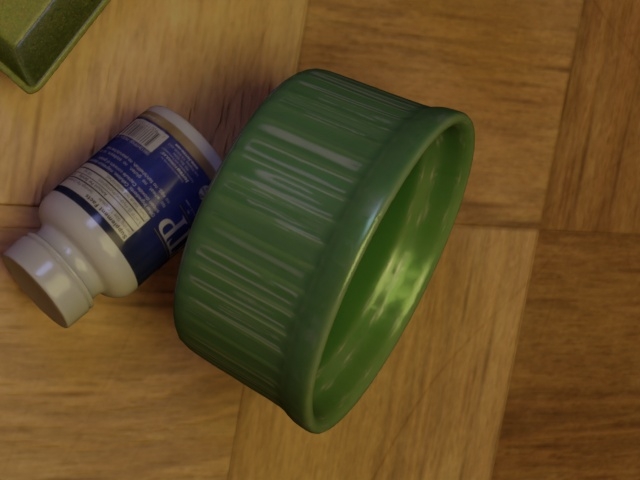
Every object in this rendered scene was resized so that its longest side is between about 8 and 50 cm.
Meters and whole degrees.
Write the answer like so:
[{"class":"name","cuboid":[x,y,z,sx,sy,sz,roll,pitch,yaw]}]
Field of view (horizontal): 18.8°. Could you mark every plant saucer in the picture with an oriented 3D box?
[{"class":"plant saucer","cuboid":[-0.247,-0.248,1.566,0.188,0.045,0.188,-53,126,-9]}]

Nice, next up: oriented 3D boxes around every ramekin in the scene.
[{"class":"ramekin","cuboid":[0.000,0.000,1.675,0.303,0.148,0.303,-57,164,-26]}]

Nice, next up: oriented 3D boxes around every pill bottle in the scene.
[{"class":"pill bottle","cuboid":[-0.173,-0.017,1.647,0.186,0.112,0.112,-42,124,-17]}]
